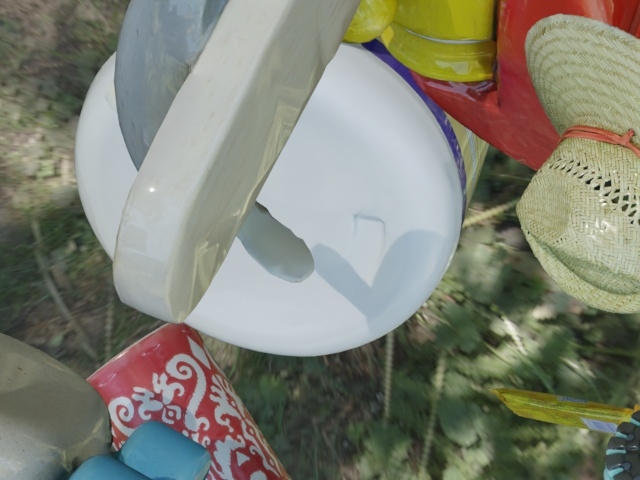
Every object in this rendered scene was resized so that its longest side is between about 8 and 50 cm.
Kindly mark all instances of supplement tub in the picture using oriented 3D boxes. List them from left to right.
[{"bbox_3d":[0.003,-0.112,1.048,0.241,0.331,0.241,10,129,12],"label":"supplement tub"}]

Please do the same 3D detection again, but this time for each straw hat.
[{"bbox_3d":[0.108,-0.009,0.573,0.144,0.144,0.061,46,79,-3],"label":"straw hat"}]

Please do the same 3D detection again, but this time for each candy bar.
[{"bbox_3d":[0.208,0.142,1.323,0.040,0.161,0.018,45,62,-38],"label":"candy bar"}]

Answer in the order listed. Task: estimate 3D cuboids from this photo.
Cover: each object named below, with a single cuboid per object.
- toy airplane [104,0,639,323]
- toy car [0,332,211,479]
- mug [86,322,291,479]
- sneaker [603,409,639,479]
[{"bbox_3d":[0.034,-0.184,0.667,0.272,0.386,0.384,12,110,33],"label":"toy airplane"},{"bbox_3d":[-0.213,0.165,0.799,0.219,0.210,0.238,28,95,6],"label":"toy car"},{"bbox_3d":[-0.107,0.166,1.244,0.113,0.150,0.169,-30,80,-42],"label":"mug"},{"bbox_3d":[0.319,0.139,1.086,0.283,0.110,0.122,-19,132,-11],"label":"sneaker"}]
